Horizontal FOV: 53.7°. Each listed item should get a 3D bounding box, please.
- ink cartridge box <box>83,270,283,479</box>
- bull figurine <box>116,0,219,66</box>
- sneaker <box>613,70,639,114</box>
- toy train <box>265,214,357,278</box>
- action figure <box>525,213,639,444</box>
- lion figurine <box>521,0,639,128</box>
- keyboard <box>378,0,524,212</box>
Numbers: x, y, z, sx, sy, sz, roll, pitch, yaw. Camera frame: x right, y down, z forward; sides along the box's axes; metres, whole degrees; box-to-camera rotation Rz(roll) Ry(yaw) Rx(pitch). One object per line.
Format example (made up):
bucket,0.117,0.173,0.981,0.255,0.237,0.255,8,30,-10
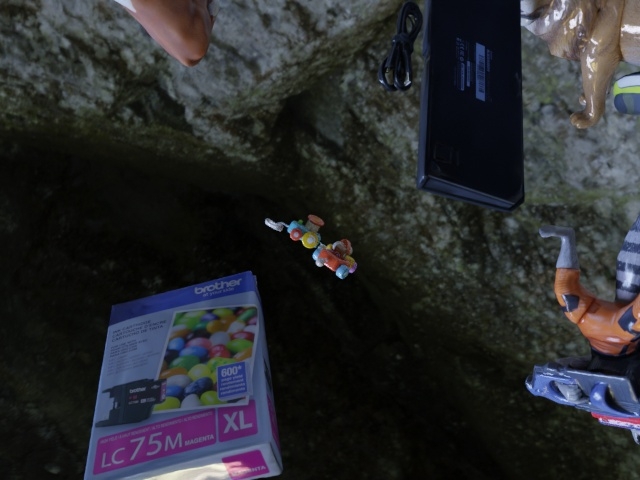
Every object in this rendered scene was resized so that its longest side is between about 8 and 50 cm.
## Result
ink cartridge box,-0.153,0.140,0.724,0.186,0.065,0.311,-14,-145,-1
bull figurine,-0.244,-0.388,0.902,0.310,0.101,0.188,51,-131,-61
sneaker,0.398,-0.112,0.638,0.111,0.300,0.121,-7,-70,-5
toy train,0.000,0.000,0.954,0.166,0.046,0.125,36,-172,32
action figure,0.464,0.144,0.878,0.178,0.341,0.330,-33,-63,-37
lion figurine,0.414,-0.244,0.743,0.142,0.392,0.240,-45,-41,-40
keyboard,0.086,-0.112,0.416,0.108,0.023,0.180,15,-113,-23
